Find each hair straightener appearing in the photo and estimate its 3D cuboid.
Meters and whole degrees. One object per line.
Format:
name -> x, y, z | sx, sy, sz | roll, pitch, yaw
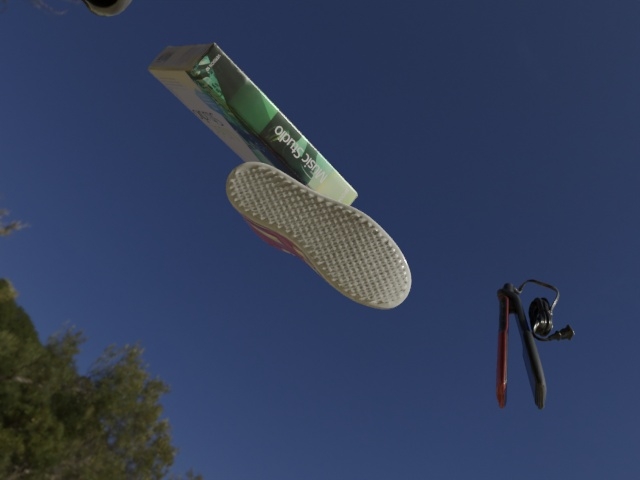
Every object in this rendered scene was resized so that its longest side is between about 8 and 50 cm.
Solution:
hair straightener -> 0.257, 0.115, 0.773 | 0.089, 0.230, 0.047 | 0, -63, 16

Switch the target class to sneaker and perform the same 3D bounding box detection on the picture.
sneaker -> 0.000, -0.001, 0.901 | 0.282, 0.102, 0.161 | 38, -11, 8

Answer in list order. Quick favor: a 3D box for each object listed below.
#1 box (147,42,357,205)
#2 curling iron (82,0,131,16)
box -> -0.108, -0.173, 1.011 | 0.322, 0.058, 0.232 | 42, -8, -31
curling iron -> -0.084, -0.158, 0.284 | 0.068, 0.274, 0.035 | 23, -55, -30
